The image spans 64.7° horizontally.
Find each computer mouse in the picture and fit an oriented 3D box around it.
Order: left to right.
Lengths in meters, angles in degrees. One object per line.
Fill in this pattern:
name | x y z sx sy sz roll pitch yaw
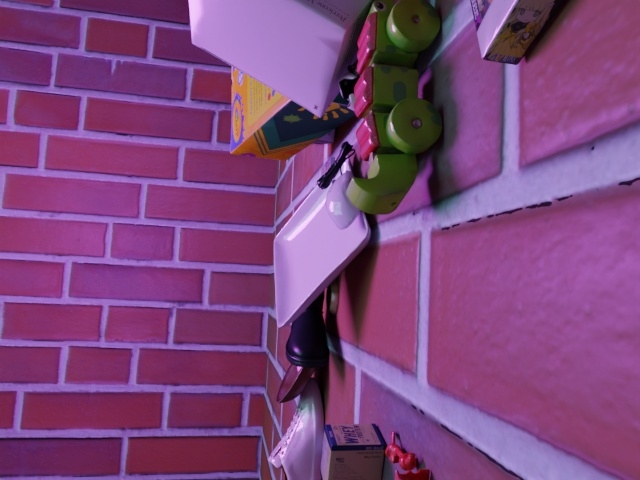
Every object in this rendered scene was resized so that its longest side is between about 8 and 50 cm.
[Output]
computer mouse | 0.033 -0.098 0.931 0.106 0.042 0.193 -47 30 28

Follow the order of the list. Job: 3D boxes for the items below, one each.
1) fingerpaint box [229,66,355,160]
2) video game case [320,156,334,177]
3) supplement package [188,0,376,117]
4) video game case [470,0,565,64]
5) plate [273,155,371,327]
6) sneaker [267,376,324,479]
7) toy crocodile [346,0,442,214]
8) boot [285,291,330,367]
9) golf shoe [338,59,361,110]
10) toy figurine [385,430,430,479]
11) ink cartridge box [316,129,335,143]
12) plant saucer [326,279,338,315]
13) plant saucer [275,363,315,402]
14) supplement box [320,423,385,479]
fingerpaint box | -0.067 -0.445 1.125 0.371 0.163 0.445 -17 72 60
video game case | 0.016 -0.157 1.292 0.122 0.011 0.087 159 115 -78
supplement package | -0.060 -0.362 0.796 0.145 0.261 0.204 -59 -2 -24
video game case | 0.173 -0.302 0.398 0.210 0.041 0.232 113 158 -63
plate | 0.000 0.000 1.002 0.277 0.045 0.278 -48 29 27
sneaker | -0.058 0.468 1.184 0.106 0.123 0.290 115 159 -67
toy crocodile | 0.087 -0.198 0.658 0.115 0.105 0.341 134 139 -74
boot | -0.028 0.139 1.110 0.246 0.094 0.207 -104 15 -77
golf shoe | 0.073 -0.264 0.794 0.077 0.093 0.198 102 168 -45
toy figurine | 0.000 0.428 0.619 0.191 0.217 0.363 -133 48 -76
ink cartridge box | -0.005 -0.422 1.340 0.324 0.071 0.330 -134 52 -75
plant saucer | 0.025 0.126 1.137 0.083 0.015 0.084 -176 90 -80
plant saucer | -0.046 0.314 1.238 0.199 0.036 0.198 -58 4 7
supplement box | 0.047 0.328 0.760 0.056 0.083 0.083 -131 44 -75
